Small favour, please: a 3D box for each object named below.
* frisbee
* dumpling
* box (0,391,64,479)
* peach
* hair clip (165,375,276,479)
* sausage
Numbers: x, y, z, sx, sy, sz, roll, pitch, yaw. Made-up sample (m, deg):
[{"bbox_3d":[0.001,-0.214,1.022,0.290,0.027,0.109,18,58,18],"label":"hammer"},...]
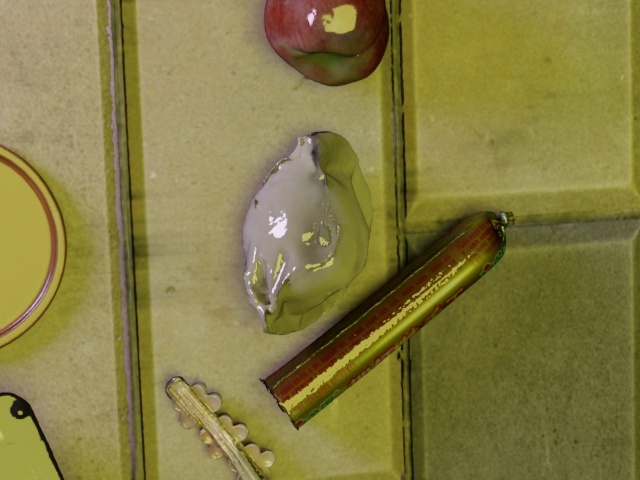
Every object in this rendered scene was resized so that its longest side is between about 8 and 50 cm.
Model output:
[{"bbox_3d":[-0.406,0.008,1.572,0.251,0.021,0.250,-2,97,-17],"label":"frisbee"},{"bbox_3d":[0.000,0.000,1.650,0.172,0.142,0.247,27,80,-52],"label":"dumpling"},{"bbox_3d":[-0.437,0.320,1.507,0.350,0.058,0.211,-26,90,-17],"label":"box"},{"bbox_3d":[0.018,-0.260,1.611,0.152,0.152,0.152,-2,97,-16],"label":"peach"},{"bbox_3d":[-0.106,0.239,1.673,0.062,0.056,0.214,-36,97,7],"label":"hair clip"},{"bbox_3d":[0.092,0.083,1.702,0.371,0.082,0.082,-38,105,-10],"label":"sausage"}]
